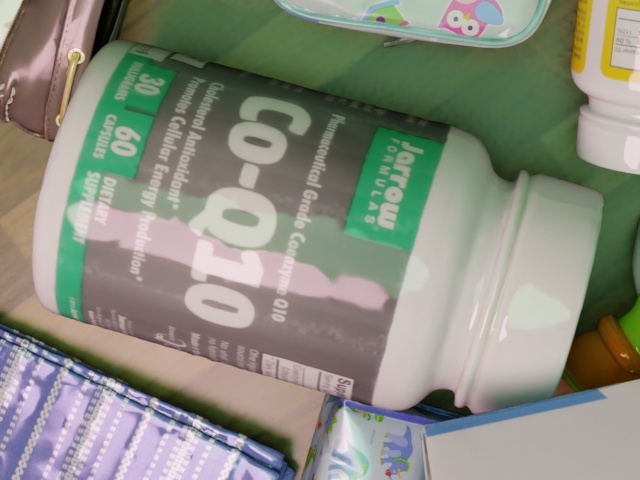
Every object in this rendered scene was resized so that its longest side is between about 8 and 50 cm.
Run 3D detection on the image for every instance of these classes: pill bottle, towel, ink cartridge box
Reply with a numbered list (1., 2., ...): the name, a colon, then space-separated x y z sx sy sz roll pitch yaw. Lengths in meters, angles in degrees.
1. pill bottle: 0.000 0.000 1.196 0.361 0.204 0.204 15 97 4
2. pill bottle: 0.235 -0.156 1.179 0.119 0.119 0.208 6 106 6
3. towel: -0.213 0.204 1.330 0.336 0.040 0.243 25 100 5
4. ink cartridge box: 0.209 0.226 1.147 0.223 0.307 0.129 -14 52 8

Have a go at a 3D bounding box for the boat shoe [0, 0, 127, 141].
1. boat shoe: -0.152 -0.224 1.237 0.096 0.116 0.324 27 102 -2

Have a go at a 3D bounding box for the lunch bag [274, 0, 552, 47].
1. lunch bag: 0.081 -0.271 1.207 0.224 0.108 0.279 9 99 -1

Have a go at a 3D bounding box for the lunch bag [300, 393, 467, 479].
1. lunch bag: 0.065 0.186 1.269 0.151 0.096 0.129 16 95 -10

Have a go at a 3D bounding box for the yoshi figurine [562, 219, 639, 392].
1. yoshi figurine: 0.351 0.020 1.174 0.203 0.203 0.362 40 97 -7
